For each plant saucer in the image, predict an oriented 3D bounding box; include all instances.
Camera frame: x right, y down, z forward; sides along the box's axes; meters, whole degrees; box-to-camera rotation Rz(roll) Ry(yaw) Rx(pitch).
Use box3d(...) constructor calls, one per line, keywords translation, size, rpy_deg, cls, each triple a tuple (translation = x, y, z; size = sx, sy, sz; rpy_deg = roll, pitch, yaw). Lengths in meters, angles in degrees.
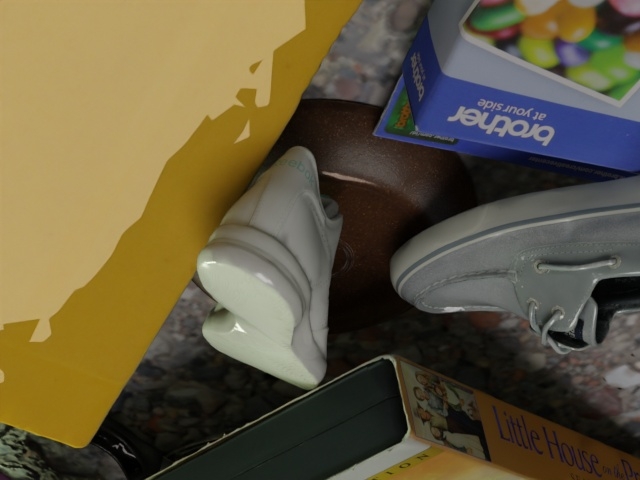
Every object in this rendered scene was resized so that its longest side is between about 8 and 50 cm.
box3d(translation=(0.000, 0.000, 0.797), size=(0.198, 0.036, 0.199), rpy_deg=(0, 137, 0), cls="plant saucer")

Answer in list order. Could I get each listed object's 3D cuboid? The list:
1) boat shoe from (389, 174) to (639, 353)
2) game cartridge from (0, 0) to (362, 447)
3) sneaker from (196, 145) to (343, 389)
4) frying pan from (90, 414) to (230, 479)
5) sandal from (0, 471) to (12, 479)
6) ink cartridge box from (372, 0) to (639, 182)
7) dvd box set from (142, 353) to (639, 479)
box3d(translation=(0.146, 0.019, 0.722), size=(0.227, 0.081, 0.079), rpy_deg=(-13, 154, 21), cls="boat shoe")
box3d(translation=(-0.175, -0.065, 0.655), size=(0.285, 0.053, 0.324), rpy_deg=(25, 110, -24), cls="game cartridge")
box3d(translation=(-0.018, 0.019, 0.741), size=(0.080, 0.094, 0.212), rpy_deg=(22, 159, 6), cls="sneaker")
box3d(translation=(-0.077, 0.179, 0.977), size=(0.197, 0.053, 0.326), rpy_deg=(-19, 136, 17), cls="frying pan")
box3d(translation=(-0.171, 0.286, 1.034), size=(0.169, 0.102, 0.416), rpy_deg=(24, 149, 38), cls="sandal")
box3d(translation=(0.165, -0.130, 0.641), size=(0.185, 0.065, 0.311), rpy_deg=(10, 138, -18), cls="ink cartridge box")
box3d(translation=(0.060, 0.217, 0.928), size=(0.307, 0.062, 0.420), rpy_deg=(-31, 144, 26), cls="dvd box set")
